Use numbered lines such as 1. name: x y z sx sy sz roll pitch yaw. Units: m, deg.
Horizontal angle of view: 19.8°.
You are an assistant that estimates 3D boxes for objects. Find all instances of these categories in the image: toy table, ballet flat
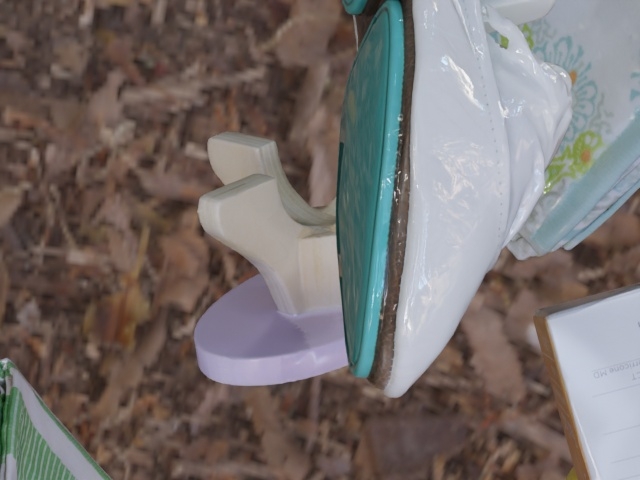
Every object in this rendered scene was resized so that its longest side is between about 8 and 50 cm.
1. toy table: 0.000 0.000 1.617 0.252 0.161 0.274 8 26 32
2. ballet flat: 0.070 -0.110 0.973 0.139 0.139 0.400 2 61 -11

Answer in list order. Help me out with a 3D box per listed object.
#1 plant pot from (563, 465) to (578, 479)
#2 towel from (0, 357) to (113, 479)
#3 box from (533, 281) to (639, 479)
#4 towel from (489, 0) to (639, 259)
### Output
1. plant pot: 0.355 0.172 1.428 0.254 0.254 0.239 35 93 13
2. towel: -0.201 0.274 1.480 0.038 0.248 0.325 -26 37 9
3. box: 0.256 0.188 1.118 0.168 0.215 0.345 -15 86 4
4. towel: 0.241 -0.206 1.757 0.090 0.374 0.320 -1 52 -48
